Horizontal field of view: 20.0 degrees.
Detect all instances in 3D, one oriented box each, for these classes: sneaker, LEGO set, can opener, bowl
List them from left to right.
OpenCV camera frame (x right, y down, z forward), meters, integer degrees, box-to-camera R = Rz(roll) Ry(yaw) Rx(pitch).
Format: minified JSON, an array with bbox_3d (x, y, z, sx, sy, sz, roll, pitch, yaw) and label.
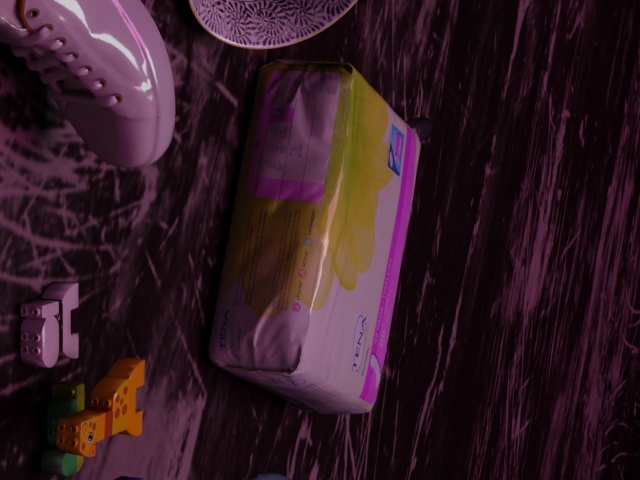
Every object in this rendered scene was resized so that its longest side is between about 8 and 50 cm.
[{"bbox_3d":[-0.191,-0.149,1.199,0.123,0.106,0.290,-52,134,-38],"label":"sneaker"},{"bbox_3d":[-0.177,0.150,1.296,0.093,0.087,0.227,-16,109,-67],"label":"LEGO set"},{"bbox_3d":[-0.042,-0.249,1.501,0.170,0.170,0.080,67,-3,-49],"label":"bowl"},{"bbox_3d":[0.080,-0.115,1.902,0.186,0.059,0.073,-9,103,-67],"label":"can opener"}]

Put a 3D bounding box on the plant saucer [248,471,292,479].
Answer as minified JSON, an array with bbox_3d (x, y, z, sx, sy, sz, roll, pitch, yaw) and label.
[{"bbox_3d":[-0.050,0.380,1.720,0.317,0.043,0.318,5,90,-67],"label":"plant saucer"}]

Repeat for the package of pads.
[{"bbox_3d":[0.000,0.000,1.676,0.229,0.101,0.296,36,61,-65],"label":"package of pads"}]
